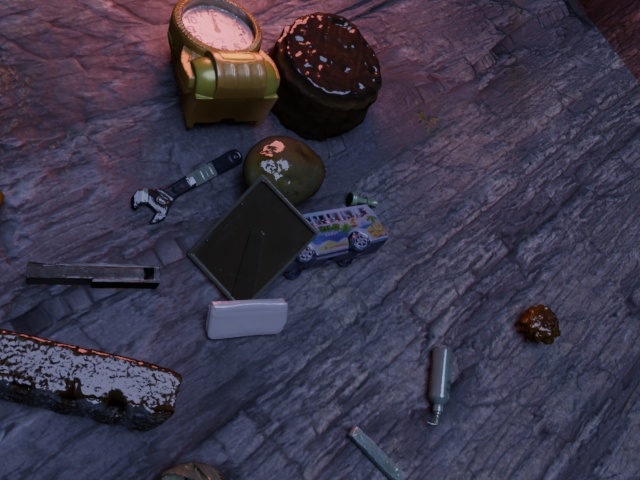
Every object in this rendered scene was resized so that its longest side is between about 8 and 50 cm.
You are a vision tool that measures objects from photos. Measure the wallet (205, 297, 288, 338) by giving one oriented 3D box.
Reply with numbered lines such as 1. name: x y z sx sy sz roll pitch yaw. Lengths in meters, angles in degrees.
1. wallet: -0.162 0.174 1.294 0.190 0.095 0.033 1 28 -27

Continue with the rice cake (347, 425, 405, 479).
1. rice cake: 0.130 0.499 1.339 0.171 0.029 0.033 46 54 -3

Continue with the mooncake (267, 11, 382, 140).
1. mooncake: 0.010 -0.449 1.567 0.324 0.187 0.324 10 65 -21

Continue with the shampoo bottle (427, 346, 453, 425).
1. shampoo bottle: 0.301 0.370 1.460 0.056 0.056 0.195 19 64 -18

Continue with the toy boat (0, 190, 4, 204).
1. toy boat: -0.687 -0.035 1.112 0.088 0.089 0.230 28 63 -30

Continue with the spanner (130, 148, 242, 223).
1. spanner: -0.306 -0.138 1.383 0.316 0.024 0.087 -36 90 -34

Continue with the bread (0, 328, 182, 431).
1. bread: -0.478 0.255 1.058 0.416 0.165 0.113 19 58 -18

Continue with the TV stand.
1. TV stand: -0.468 0.073 1.201 0.256 0.049 0.040 3 68 -25

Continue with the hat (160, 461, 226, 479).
1. hat: -0.216 0.475 1.121 0.166 0.122 0.081 12 45 9

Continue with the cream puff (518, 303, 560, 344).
1. cream puff: 0.626 0.243 1.654 0.122 0.094 0.116 6 62 1

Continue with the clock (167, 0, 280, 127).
1. clock: -0.258 -0.457 1.441 0.244 0.200 0.317 -8 66 -32

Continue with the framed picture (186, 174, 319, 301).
1. framed picture: -0.153 0.007 1.293 0.189 0.023 0.260 45 100 2

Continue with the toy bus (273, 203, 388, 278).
1. toy bus: 0.000 0.000 1.431 0.329 0.109 0.136 -11 67 -29

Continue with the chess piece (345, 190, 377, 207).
1. chess piece: 0.118 -0.107 1.569 0.093 0.042 0.042 8 67 -29

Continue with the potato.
1. potato: -0.089 -0.170 1.429 0.235 0.160 0.178 -2 96 -39
